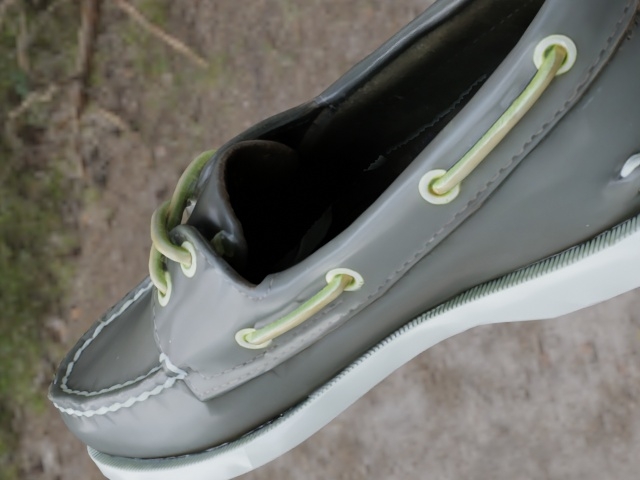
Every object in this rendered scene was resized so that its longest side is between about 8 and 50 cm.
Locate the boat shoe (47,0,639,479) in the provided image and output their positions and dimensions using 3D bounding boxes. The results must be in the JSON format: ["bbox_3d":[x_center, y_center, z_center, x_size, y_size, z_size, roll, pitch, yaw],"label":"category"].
[{"bbox_3d":[0.001,-0.003,0.500,0.305,0.091,0.109,-29,32,37],"label":"boat shoe"}]
